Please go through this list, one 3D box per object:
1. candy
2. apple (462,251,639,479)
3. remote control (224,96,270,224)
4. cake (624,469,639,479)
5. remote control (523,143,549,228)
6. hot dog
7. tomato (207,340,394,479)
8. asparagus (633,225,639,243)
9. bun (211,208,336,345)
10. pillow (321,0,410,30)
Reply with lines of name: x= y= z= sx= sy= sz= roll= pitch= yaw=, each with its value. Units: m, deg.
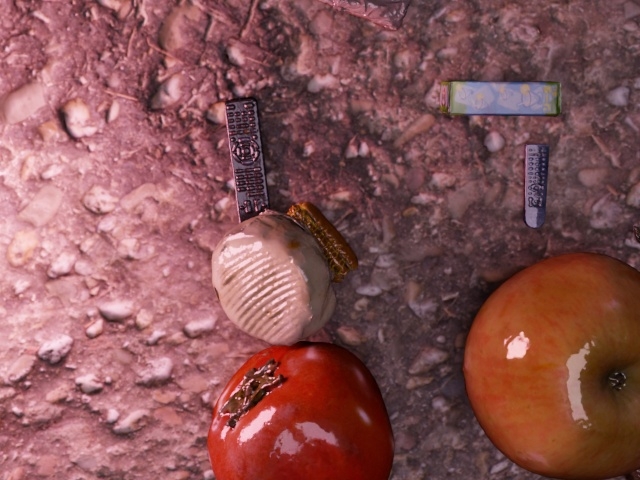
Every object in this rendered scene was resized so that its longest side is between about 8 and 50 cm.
candy: x=0.311 y=-0.247 z=1.610 sx=0.195 sy=0.097 sz=0.062 roll=0 pitch=101 yaw=-2
apple: x=0.438 y=0.215 z=1.570 sx=0.392 sy=0.346 sz=0.391 roll=-1 pitch=96 yaw=-6
remote control: x=-0.128 y=-0.132 z=1.656 sx=0.063 sy=0.025 sz=0.245 roll=-5 pitch=100 yaw=1
cake: x=0.619 y=0.402 z=1.711 sx=0.135 sy=0.134 sz=0.147 roll=-32 pitch=105 yaw=2
remote control: x=0.387 y=-0.098 z=1.675 sx=0.044 sy=0.027 sz=0.152 roll=2 pitch=98 yaw=4
hot dog: x=0.000 y=0.000 z=1.671 sx=0.071 sy=0.045 sz=0.165 roll=-39 pitch=98 yaw=6
tomato: x=-0.031 y=0.342 z=1.616 sx=0.325 sy=0.293 sz=0.290 roll=-43 pitch=112 yaw=0
asparagus: x=0.649 y=0.055 z=1.709 sx=0.233 sy=0.022 sz=0.023 roll=44 pitch=140 yaw=-10
bun: x=-0.078 y=0.060 z=1.620 sx=0.239 sy=0.141 sz=0.239 roll=11 pitch=113 yaw=27
pillow: x=0.043 y=-0.463 z=1.593 sx=0.248 sy=0.049 sz=0.135 roll=20 pitch=94 yaw=-8
